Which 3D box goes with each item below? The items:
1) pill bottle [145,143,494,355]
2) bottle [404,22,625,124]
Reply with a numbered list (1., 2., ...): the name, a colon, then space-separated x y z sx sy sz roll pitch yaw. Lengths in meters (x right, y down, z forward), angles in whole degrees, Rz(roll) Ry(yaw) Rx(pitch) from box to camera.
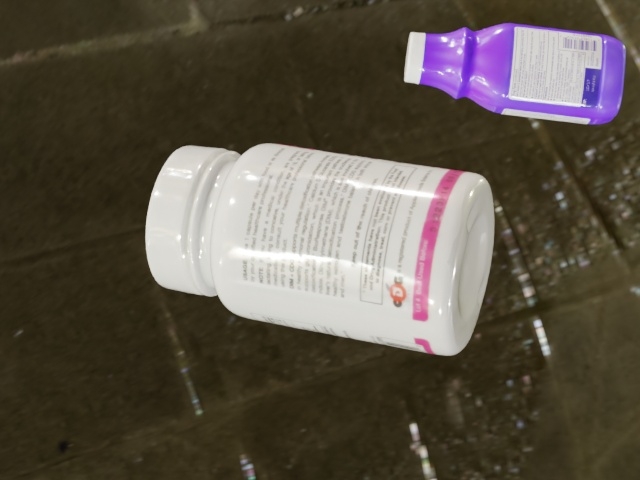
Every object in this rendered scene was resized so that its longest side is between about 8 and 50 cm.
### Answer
1. pill bottle: 0.000 0.000 1.238 0.283 0.160 0.160 10 66 18
2. bottle: 0.253 -0.224 1.830 0.282 0.092 0.118 6 80 0
